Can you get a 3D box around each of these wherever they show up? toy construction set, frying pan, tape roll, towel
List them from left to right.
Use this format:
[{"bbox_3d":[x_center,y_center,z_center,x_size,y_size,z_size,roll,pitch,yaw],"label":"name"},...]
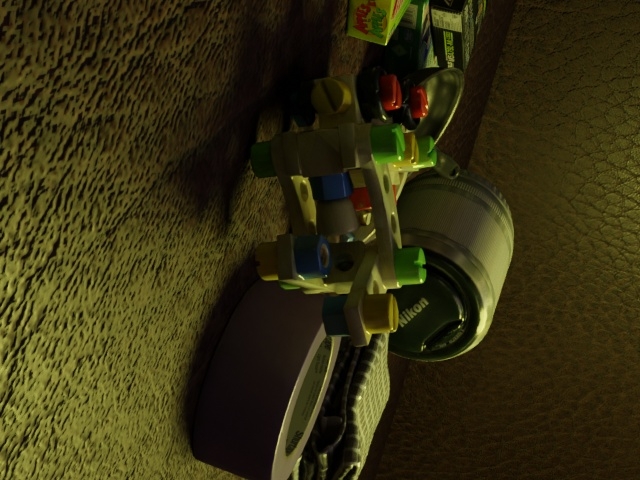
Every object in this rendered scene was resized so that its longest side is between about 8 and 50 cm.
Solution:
[{"bbox_3d":[-0.045,0.134,0.859,0.189,0.080,0.188,17,90,-79],"label":"tape roll"},{"bbox_3d":[0.022,0.257,1.257,0.283,0.121,0.235,91,19,-54],"label":"towel"},{"bbox_3d":[0.034,-0.035,0.792,0.328,0.151,0.215,-20,103,-85],"label":"toy construction set"},{"bbox_3d":[0.136,-0.145,1.142,0.326,0.053,0.197,-21,146,-55],"label":"frying pan"}]

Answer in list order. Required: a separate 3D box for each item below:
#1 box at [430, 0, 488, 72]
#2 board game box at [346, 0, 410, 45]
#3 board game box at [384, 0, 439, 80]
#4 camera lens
[{"bbox_3d":[0.186,-0.325,1.103,0.191,0.045,0.184,43,63,-76],"label":"box"},{"bbox_3d":[0.079,-0.285,0.889,0.092,0.043,0.181,95,18,-49],"label":"board game box"},{"bbox_3d":[0.136,-0.267,1.180,0.317,0.046,0.213,89,21,-57],"label":"board game box"},{"bbox_3d":[0.174,0.033,1.378,0.274,0.219,0.219,-57,161,-53],"label":"camera lens"}]
